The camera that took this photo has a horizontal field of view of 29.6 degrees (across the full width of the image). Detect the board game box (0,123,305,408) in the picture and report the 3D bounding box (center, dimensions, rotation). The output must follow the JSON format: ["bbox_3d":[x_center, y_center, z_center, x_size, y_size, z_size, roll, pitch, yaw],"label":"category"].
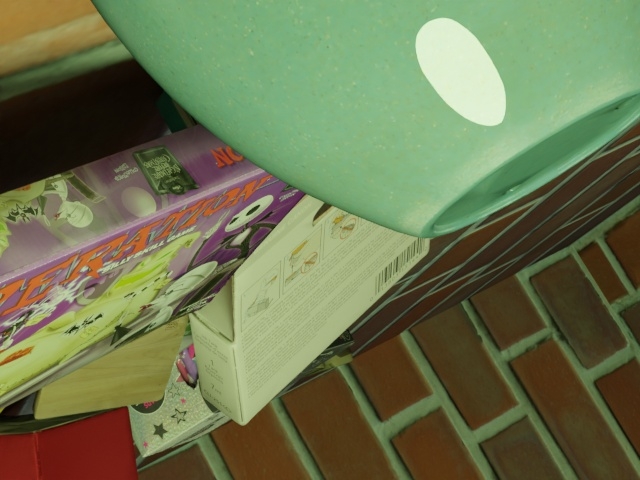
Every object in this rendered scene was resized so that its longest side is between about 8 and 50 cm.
[{"bbox_3d":[-0.142,0.026,0.664,0.347,0.056,0.208,-27,162,-47],"label":"board game box"}]

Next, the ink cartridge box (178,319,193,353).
[{"bbox_3d":[-0.171,0.087,1.285,0.209,0.062,0.109,-34,168,17],"label":"ink cartridge box"}]

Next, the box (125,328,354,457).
[{"bbox_3d":[-0.114,0.132,1.430,0.247,0.142,0.163,-35,169,22],"label":"box"}]

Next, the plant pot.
[{"bbox_3d":[0.056,-0.117,0.581,0.290,0.195,0.290,-30,170,-6],"label":"plant pot"}]

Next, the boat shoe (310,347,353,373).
[{"bbox_3d":[-0.041,0.165,1.893,0.113,0.103,0.302,-20,174,16],"label":"boat shoe"}]

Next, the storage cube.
[{"bbox_3d":[-0.324,0.296,1.343,0.184,0.193,0.215,-8,179,23],"label":"storage cube"}]

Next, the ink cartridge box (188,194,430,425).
[{"bbox_3d":[0.000,0.000,1.152,0.296,0.066,0.261,-41,151,-30],"label":"ink cartridge box"}]

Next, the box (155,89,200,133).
[{"bbox_3d":[0.015,-0.119,0.828,0.244,0.060,0.100,-21,166,-42],"label":"box"}]

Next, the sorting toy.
[{"bbox_3d":[-0.216,0.106,1.165,0.275,0.046,0.132,-6,137,-30],"label":"sorting toy"}]
